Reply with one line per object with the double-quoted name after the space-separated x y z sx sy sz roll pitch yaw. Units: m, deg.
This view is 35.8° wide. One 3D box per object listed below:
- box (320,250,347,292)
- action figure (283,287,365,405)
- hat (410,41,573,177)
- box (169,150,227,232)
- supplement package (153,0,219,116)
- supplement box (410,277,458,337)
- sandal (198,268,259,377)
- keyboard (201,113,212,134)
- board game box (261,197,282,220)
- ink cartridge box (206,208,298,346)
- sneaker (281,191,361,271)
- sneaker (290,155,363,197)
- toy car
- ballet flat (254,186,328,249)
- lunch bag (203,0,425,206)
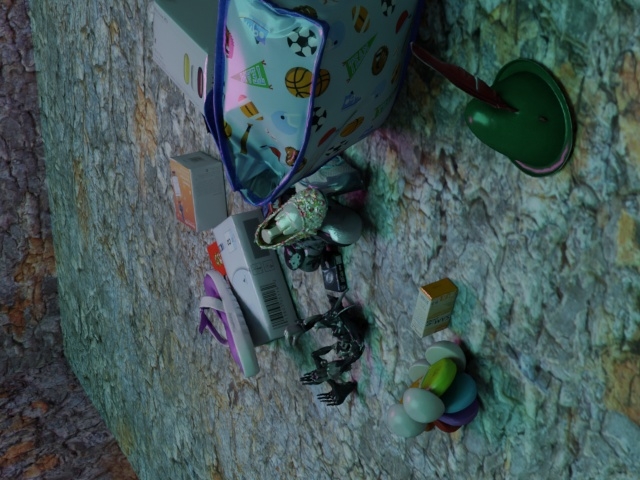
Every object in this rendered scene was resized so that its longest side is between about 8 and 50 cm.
0.026 0.065 2.099 0.067 0.018 0.083 10 113 59 "box"
0.014 0.229 2.083 0.164 0.141 0.275 49 147 40 "action figure"
0.231 -0.169 1.437 0.208 0.184 0.173 58 148 26 "hat"
-0.310 -0.125 2.524 0.130 0.091 0.170 28 128 53 "box"
-0.208 -0.400 2.079 0.262 0.204 0.145 47 141 41 "supplement package"
0.203 0.121 1.768 0.036 0.062 0.098 47 143 38 "supplement box"
-0.249 0.192 2.407 0.416 0.102 0.169 -131 27 -61 "sandal"
-0.266 -0.353 2.392 0.317 0.033 0.201 67 151 13 "keyboard"
-0.117 -0.118 2.137 0.281 0.027 0.145 140 118 -83 "board game box"
-0.206 0.119 2.468 0.385 0.091 0.308 -29 78 60 "ink cartridge box"
0.000 0.000 2.013 0.268 0.101 0.153 34 125 58 "sneaker"
-0.016 -0.156 1.970 0.283 0.110 0.122 20 118 56 "sneaker"
0.215 0.283 1.774 0.136 0.159 0.182 33 144 1 "toy car"
-0.061 -0.030 1.925 0.091 0.077 0.241 60 150 6 "ballet flat"
-0.014 -0.275 1.635 0.239 0.328 0.385 30 136 24 "lunch bag"
